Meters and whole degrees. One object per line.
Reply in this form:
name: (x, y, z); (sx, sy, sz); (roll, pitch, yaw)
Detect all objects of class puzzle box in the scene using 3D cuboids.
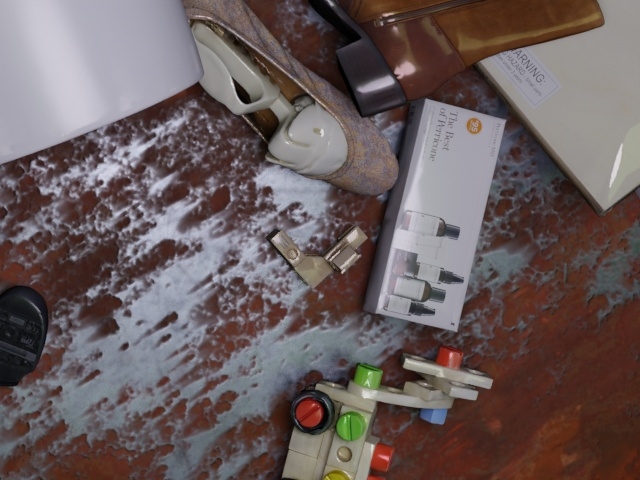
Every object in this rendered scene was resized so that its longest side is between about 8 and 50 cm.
puzzle box: (0.277, -0.264, 1.684); (0.272, 0.052, 0.409); (-37, 80, -2)

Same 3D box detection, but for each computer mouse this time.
computer mouse: (-0.352, 0.160, 1.676); (0.071, 0.041, 0.242); (25, 96, -5)

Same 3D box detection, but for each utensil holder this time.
utensil holder: (-0.314, -0.285, 1.499); (0.327, 0.327, 0.386); (-23, 102, -10)

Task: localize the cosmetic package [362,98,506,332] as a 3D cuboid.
cosmetic package: (0.125, -0.027, 1.718); (0.098, 0.060, 0.239); (13, 88, -15)

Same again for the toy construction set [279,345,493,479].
toy construction set: (0.064, 0.261, 1.715); (0.215, 0.151, 0.328); (16, 83, 11)

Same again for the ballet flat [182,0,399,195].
ballet flat: (-0.051, -0.143, 1.669); (0.316, 0.106, 0.107); (42, 125, -7)

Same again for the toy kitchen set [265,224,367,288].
toy kitchen set: (0.000, 0.000, 1.719); (0.083, 0.068, 0.075); (-43, 102, -6)

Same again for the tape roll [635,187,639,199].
tape roll: (0.496, -0.121, 1.802); (0.286, 0.100, 0.286); (-1, 95, -13)

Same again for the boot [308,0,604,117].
boot: (0.122, -0.293, 1.626); (0.280, 0.096, 0.264); (-24, 78, -2)
